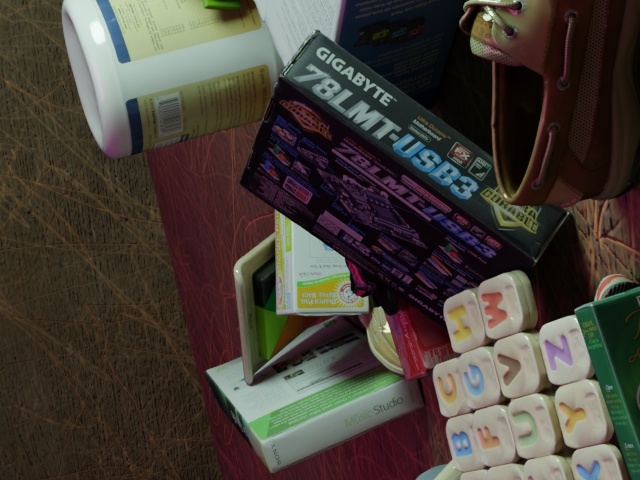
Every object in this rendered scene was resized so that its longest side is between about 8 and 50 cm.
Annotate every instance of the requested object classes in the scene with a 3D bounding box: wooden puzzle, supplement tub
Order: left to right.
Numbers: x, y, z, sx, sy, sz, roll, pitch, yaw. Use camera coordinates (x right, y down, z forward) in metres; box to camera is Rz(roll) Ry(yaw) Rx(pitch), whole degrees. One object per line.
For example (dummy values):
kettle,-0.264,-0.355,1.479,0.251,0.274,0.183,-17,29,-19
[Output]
supplement tub,-0.165,-0.254,1.807,0.228,0.316,0.228,164,90,-75
wooden puzzle,-0.038,0.065,1.936,0.044,0.239,0.221,23,137,27

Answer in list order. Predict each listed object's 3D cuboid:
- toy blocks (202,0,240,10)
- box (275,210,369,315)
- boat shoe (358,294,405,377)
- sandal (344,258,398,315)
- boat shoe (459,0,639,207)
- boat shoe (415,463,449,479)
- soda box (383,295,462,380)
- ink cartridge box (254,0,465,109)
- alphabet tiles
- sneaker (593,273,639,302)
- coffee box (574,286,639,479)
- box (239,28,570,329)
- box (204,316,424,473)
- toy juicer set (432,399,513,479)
toy blocks,-0.110,-0.505,1.615,0.261,0.191,0.381,-29,67,56
box,0.000,0.000,1.802,0.114,0.103,0.203,160,109,-75
boat shoe,0.092,0.104,1.762,0.190,0.068,0.072,-127,36,-54
sandal,0.043,0.031,1.562,0.179,0.040,0.067,-125,24,-49
boat shoe,0.174,-0.168,1.037,0.122,0.120,0.324,-136,33,-62
boat shoe,0.206,0.415,1.512,0.367,0.136,0.156,-134,30,-55
soda box,0.106,0.025,1.574,0.092,0.083,0.263,137,116,-74
ink cartridge box,0.025,-0.291,1.397,0.395,0.151,0.270,105,146,-62
alphabet tiles,0.184,0.177,1.263,0.278,0.021,0.284,-32,70,63
sneaker,0.267,0.103,1.149,0.075,0.057,0.161,-90,-14,-76
coffee box,0.272,0.119,1.009,0.040,0.113,0.184,135,116,-77
box,0.070,-0.046,1.360,0.295,0.073,0.293,35,159,2
box,-0.017,0.211,1.936,0.322,0.232,0.058,-148,38,-70
toy juicer set,0.198,0.333,1.379,0.089,0.209,0.329,34,-149,-48
